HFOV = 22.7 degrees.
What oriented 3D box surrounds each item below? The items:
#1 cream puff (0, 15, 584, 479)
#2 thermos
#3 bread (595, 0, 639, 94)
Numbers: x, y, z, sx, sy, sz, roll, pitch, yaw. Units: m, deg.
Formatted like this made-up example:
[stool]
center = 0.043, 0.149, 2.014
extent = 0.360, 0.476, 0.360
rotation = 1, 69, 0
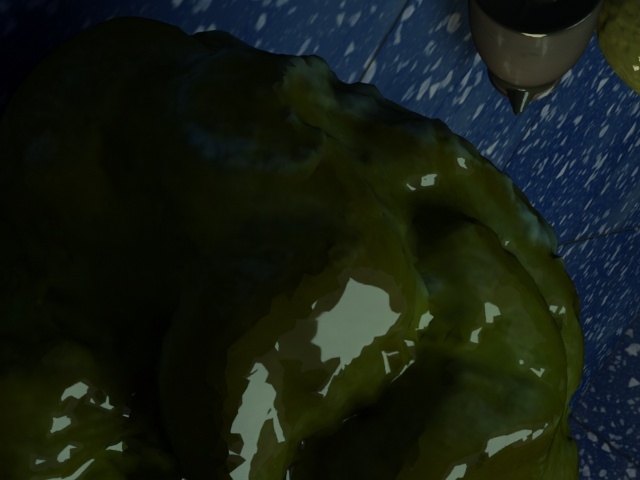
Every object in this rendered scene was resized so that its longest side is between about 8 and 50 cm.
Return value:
[cream puff]
center = -0.051, 0.094, 0.814
extent = 0.378, 0.378, 0.275
rotation = 100, 9, -54
[thermos]
center = 0.172, -0.188, 1.275
extent = 0.193, 0.105, 0.137
rotation = 73, 24, -72
[bread]
center = 0.365, -0.234, 1.279
extent = 0.320, 0.320, 0.237
rotation = 95, -7, -58
